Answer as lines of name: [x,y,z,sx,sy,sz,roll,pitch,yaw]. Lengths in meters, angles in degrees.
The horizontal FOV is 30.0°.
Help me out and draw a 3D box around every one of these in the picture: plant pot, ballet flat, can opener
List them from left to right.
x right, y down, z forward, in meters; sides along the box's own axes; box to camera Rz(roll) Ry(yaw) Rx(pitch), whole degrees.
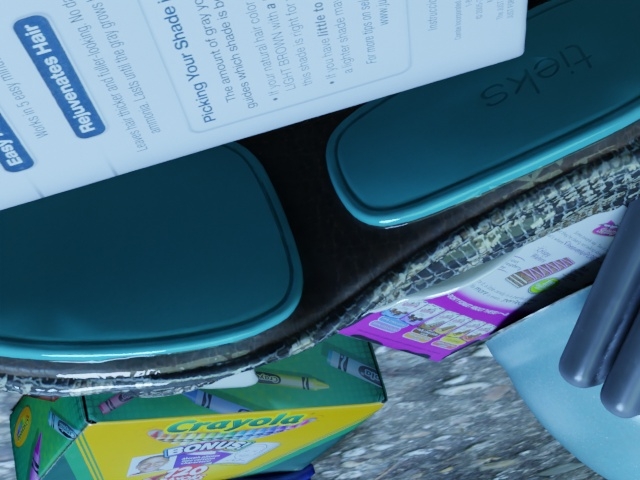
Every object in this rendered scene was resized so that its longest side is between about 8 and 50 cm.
ballet flat: [0.000,0.000,0.704,0.482,0.164,0.182,-20,150,-2]
plant pot: [0.310,0.106,0.972,0.293,0.196,0.293,-26,171,-4]
can opener: [0.255,-0.016,0.799,0.095,0.076,0.283,-4,121,-47]

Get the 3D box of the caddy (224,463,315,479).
caddy: [-0.136,0.310,1.219,0.241,0.179,0.341,-15,173,-36]

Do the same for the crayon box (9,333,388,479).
crayon box: [-0.104,0.143,1.019,0.278,0.081,0.165,1,149,-33]

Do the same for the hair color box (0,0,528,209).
hair color box: [-0.093,-0.112,0.489,0.347,0.105,0.174,-17,154,-1]

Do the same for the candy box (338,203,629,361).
candy box: [0.134,0.003,0.897,0.233,0.071,0.159,-30,152,25]
